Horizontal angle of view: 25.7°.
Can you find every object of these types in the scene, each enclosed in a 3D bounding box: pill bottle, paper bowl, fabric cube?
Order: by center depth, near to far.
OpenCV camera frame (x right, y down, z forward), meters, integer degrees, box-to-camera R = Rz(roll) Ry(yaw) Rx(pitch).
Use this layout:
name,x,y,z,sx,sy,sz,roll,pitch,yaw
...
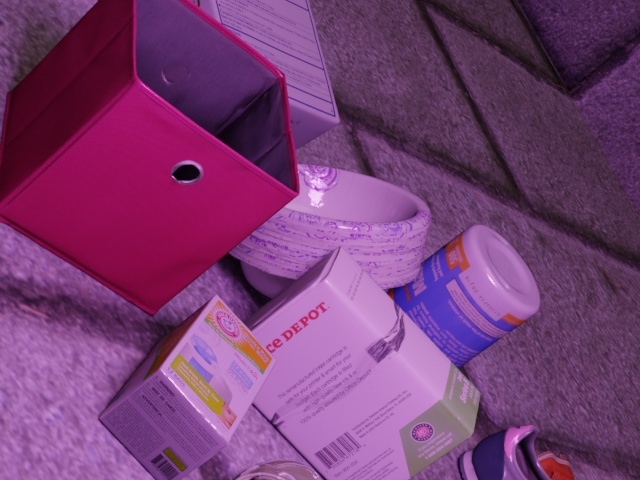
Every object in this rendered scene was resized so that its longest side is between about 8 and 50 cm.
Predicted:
name,x,y,z,sx,sy,sz,roll,pitch,yaw
fabric cube,-0.210,-0.119,1.683,0.254,0.258,0.259,36,29,-31
paper bowl,0.000,0.000,1.919,0.284,0.148,0.284,10,19,-3
pill bottle,0.160,0.111,1.972,0.152,0.272,0.152,39,27,-25

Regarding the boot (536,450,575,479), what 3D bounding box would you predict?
name,x,y,z,sx,sy,sz,roll,pitch,yaw
boot,0.361,0.379,2.206,0.158,0.059,0.085,18,46,-52

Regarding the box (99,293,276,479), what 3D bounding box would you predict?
name,x,y,z,sx,sy,sz,roll,pitch,yaw
box,-0.145,0.166,1.585,0.114,0.103,0.203,48,25,-7

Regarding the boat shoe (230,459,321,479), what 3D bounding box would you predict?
name,x,y,z,sx,sy,sz,roll,pitch,yaw
boat shoe,-0.063,0.300,1.548,0.109,0.094,0.302,55,25,9

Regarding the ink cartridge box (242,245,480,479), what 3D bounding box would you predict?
name,x,y,z,sx,sy,sz,roll,pitch,yaw
ink cartridge box,0.036,0.174,1.765,0.273,0.198,0.115,47,25,-9

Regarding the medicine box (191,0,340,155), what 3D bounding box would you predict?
name,x,y,z,sx,sy,sz,roll,pitch,yaw
medicine box,-0.132,-0.298,2.133,0.263,0.149,0.289,17,52,-51

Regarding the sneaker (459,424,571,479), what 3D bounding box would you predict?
name,x,y,z,sx,sy,sz,roll,pitch,yaw
sneaker,0.322,0.412,2.002,0.112,0.131,0.319,5,51,-58
